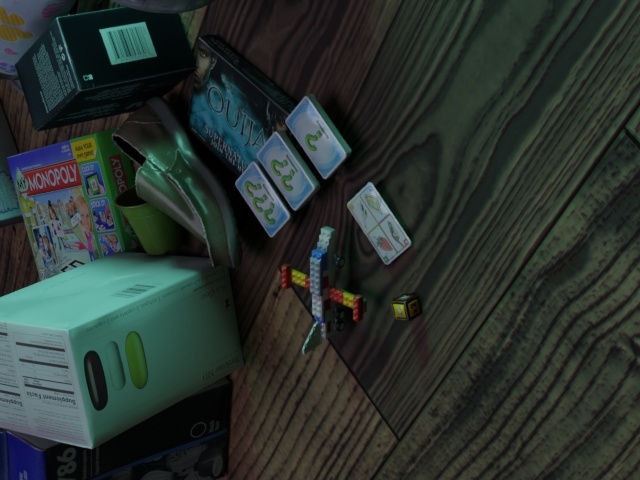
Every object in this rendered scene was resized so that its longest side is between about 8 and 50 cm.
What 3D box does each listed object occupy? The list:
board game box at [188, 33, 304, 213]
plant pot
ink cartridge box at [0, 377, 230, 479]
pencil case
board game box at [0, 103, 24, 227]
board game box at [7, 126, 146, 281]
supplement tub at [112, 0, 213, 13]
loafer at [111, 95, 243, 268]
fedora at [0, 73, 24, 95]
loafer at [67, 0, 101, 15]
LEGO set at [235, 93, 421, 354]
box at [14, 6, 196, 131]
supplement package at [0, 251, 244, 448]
[{"bbox_3d":[-0.084,-0.132,1.333,0.186,0.026,0.126,43,136,35],"label":"board game box"},{"bbox_3d":[-0.209,-0.027,1.518,0.083,0.083,0.079,15,129,51],"label":"plant pot"},{"bbox_3d":[-0.269,0.276,1.501,0.065,0.332,0.165,39,135,42],"label":"ink cartridge box"},{"bbox_3d":[-0.357,-0.309,1.480,0.113,0.124,0.273,33,149,-13],"label":"pencil case"},{"bbox_3d":[-0.634,-0.147,1.831,0.066,0.318,0.319,-24,86,55],"label":"board game box"},{"bbox_3d":[-0.346,-0.038,1.721,0.317,0.046,0.214,-5,101,55],"label":"board game box"},{"bbox_3d":[-0.135,-0.391,1.143,0.194,0.193,0.316,56,142,22],"label":"supplement tub"},{"bbox_3d":[-0.170,-0.058,1.413,0.251,0.087,0.094,56,166,29],"label":"loafer"},{"bbox_3d":[-0.483,-0.323,1.712,0.243,0.124,0.275,-5,100,55],"label":"fedora"},{"bbox_3d":[-0.318,-0.311,1.564,0.125,0.039,0.045,-32,80,54],"label":"loafer"},{"bbox_3d":[0.000,0.000,1.233,0.244,0.060,0.182,57,139,9],"label":"LEGO set"},{"bbox_3d":[-0.258,-0.207,1.426,0.158,0.156,0.093,-25,84,55],"label":"box"},{"bbox_3d":[-0.258,0.122,1.448,0.204,0.262,0.145,4,109,38],"label":"supplement package"}]
